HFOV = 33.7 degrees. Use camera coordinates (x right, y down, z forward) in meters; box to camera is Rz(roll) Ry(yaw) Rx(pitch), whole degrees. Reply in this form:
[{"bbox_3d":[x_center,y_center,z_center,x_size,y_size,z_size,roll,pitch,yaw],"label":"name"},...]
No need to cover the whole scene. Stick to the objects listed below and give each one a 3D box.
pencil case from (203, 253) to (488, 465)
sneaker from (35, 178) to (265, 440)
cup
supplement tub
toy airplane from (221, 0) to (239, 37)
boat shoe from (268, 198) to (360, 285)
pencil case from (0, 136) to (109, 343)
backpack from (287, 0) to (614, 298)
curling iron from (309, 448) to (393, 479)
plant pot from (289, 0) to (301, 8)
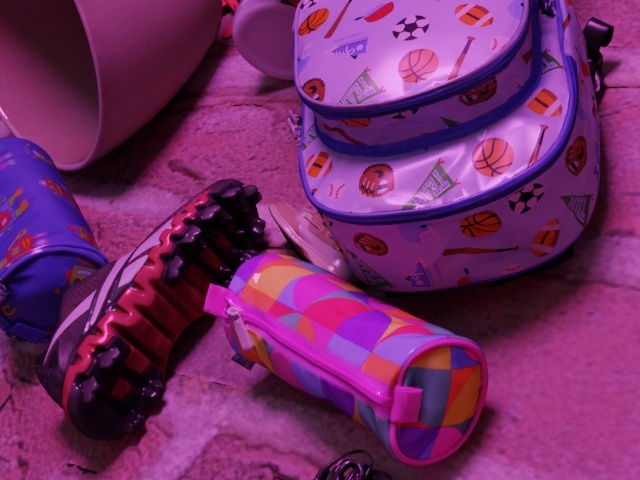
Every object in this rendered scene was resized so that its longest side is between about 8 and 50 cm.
[{"bbox_3d":[0.015,0.081,0.788,0.104,0.104,0.236,-50,38,-16],"label":"pencil case"},{"bbox_3d":[-0.162,0.047,0.970,0.135,0.097,0.276,13,61,44],"label":"sneaker"},{"bbox_3d":[-0.260,-0.277,1.263,0.237,0.331,0.331,-29,28,-35],"label":"cup"},{"bbox_3d":[-0.022,-0.283,1.193,0.117,0.117,0.190,-12,43,31],"label":"supplement tub"},{"bbox_3d":[-0.114,-0.313,1.375,0.151,0.028,0.151,-23,40,21],"label":"toy airplane"},{"bbox_3d":[0.000,0.000,0.933,0.045,0.050,0.135,-38,46,-5],"label":"boat shoe"},{"bbox_3d":[-0.313,-0.001,1.133,0.133,0.119,0.306,-48,36,4],"label":"pencil case"},{"bbox_3d":[0.098,-0.095,0.832,0.277,0.213,0.263,-18,51,20],"label":"backpack"},{"bbox_3d":[0.005,0.254,0.664,0.068,0.035,0.274,-21,39,28],"label":"curling iron"},{"bbox_3d":[0.084,-0.288,1.023,0.291,0.203,0.290,-18,41,17],"label":"plant pot"}]
